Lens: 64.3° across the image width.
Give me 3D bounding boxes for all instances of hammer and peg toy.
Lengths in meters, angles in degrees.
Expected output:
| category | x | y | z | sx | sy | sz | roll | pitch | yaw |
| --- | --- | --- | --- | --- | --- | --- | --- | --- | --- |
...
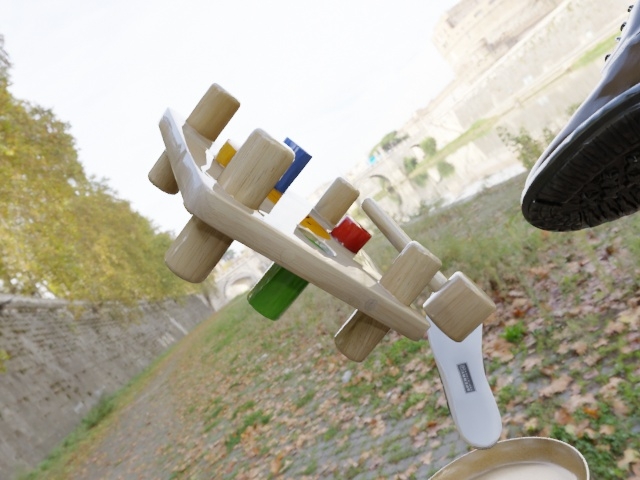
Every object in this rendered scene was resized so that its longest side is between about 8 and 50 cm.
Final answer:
| category | x | y | z | sx | sy | sz | roll | pitch | yaw |
| --- | --- | --- | --- | --- | --- | --- | --- | --- | --- |
| hammer and peg toy | 0.000 | 0.000 | 0.532 | 0.127 | 0.361 | 0.266 | -52 | 34 | 9 |

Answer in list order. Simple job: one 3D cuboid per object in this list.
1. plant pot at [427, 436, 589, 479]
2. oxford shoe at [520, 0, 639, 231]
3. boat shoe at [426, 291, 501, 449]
| category | x | y | z | sx | sy | sz | roll | pitch | yaw |
| --- | --- | --- | --- | --- | --- | --- | --- | --- | --- |
| plant pot | 0.214 | 0.321 | 0.622 | 0.236 | 0.032 | 0.236 | -27 | -1 | -1 |
| oxford shoe | 0.205 | -0.097 | 0.299 | 0.227 | 0.083 | 0.096 | -51 | 24 | 29 |
| boat shoe | 0.202 | 0.178 | 0.730 | 0.080 | 0.228 | 0.076 | -12 | -24 | 0 |
